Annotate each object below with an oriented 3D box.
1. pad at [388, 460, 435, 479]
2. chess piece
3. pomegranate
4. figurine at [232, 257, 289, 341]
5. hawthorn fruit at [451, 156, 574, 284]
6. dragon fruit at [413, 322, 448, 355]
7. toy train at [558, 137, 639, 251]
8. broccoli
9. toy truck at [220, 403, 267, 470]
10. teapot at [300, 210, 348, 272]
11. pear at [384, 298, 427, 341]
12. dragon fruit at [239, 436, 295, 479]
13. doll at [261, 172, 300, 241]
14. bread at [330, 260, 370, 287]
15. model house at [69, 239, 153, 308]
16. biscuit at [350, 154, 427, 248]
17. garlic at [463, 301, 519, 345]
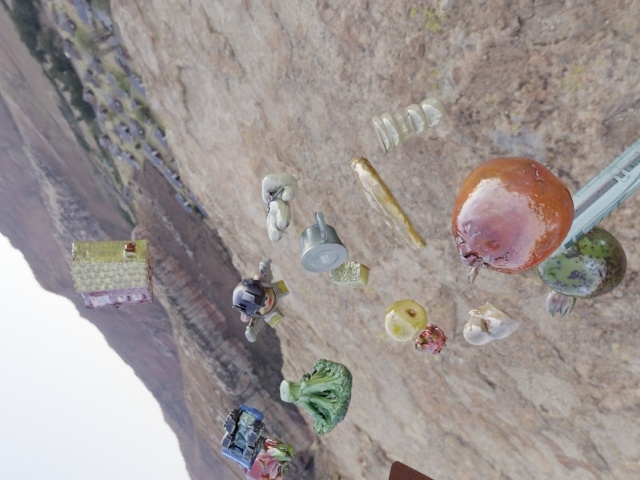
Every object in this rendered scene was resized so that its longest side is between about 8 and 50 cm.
[{"bbox_3d":[0.282,0.800,1.292,0.267,0.181,0.004,38,145,-28],"label":"pad"},{"bbox_3d":[0.382,-0.502,1.793,0.167,0.299,0.167,-23,-90,-83],"label":"chess piece"},{"bbox_3d":[0.874,0.115,1.465,0.285,0.285,0.341,30,128,39],"label":"pomegranate"},{"bbox_3d":[-0.228,0.222,1.585,0.143,0.309,0.309,-12,124,18],"label":"figurine"},{"bbox_3d":[0.427,-0.029,1.002,0.276,0.308,0.276,31,171,6],"label":"hawthorn fruit"},{"bbox_3d":[0.493,0.451,1.927,0.133,0.207,0.150,-12,88,41],"label":"dragon fruit"},{"bbox_3d":[0.758,-0.140,1.097,0.086,0.407,0.088,30,-161,-52],"label":"toy train"},{"bbox_3d":[-0.009,0.530,1.489,0.254,0.269,0.269,56,169,51],"label":"broccoli"},{"bbox_3d":[-0.235,0.611,1.335,0.113,0.126,0.208,23,118,14],"label":"toy truck"},{"bbox_3d":[0.000,0.000,1.442,0.239,0.162,0.149,89,169,-52],"label":"teapot"},{"bbox_3d":[0.332,0.321,1.674,0.178,0.178,0.178,39,154,23],"label":"pear"},{"bbox_3d":[-0.187,0.861,1.656,0.269,0.198,0.200,-18,135,25],"label":"dragon fruit"},{"bbox_3d":[-0.156,-0.135,1.528,0.149,0.175,0.278,44,-151,-42],"label":"doll"},{"bbox_3d":[0.119,0.135,1.651,0.156,0.086,0.125,-4,154,26],"label":"bread"},{"bbox_3d":[-0.581,0.073,1.199,0.254,0.195,0.160,119,146,-55],"label":"model house"},{"bbox_3d":[0.265,-0.163,1.793,0.446,0.104,0.429,47,-168,-34],"label":"biscuit"},{"bbox_3d":[0.554,0.283,1.392,0.099,0.174,0.124,52,-166,-23],"label":"garlic"}]
